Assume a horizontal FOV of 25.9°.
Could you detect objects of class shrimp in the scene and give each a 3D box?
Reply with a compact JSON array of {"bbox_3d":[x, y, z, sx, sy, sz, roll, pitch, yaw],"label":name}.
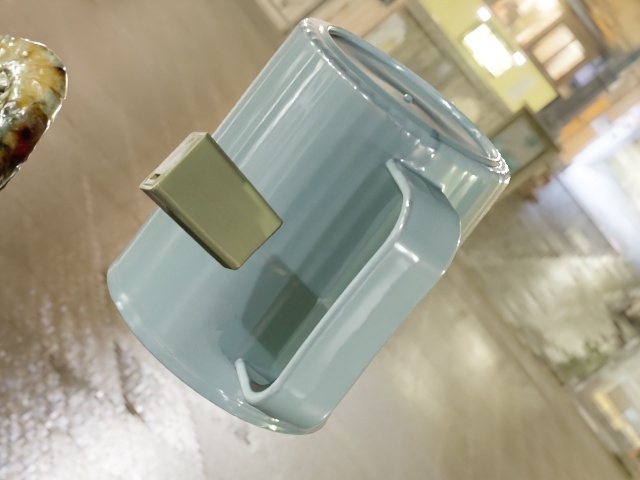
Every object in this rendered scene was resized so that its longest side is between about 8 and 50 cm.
[{"bbox_3d":[-0.545,-0.195,2.199,0.233,0.365,0.071,20,-34,7],"label":"shrimp"}]

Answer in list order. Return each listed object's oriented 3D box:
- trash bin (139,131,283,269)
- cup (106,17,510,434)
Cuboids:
[{"bbox_3d":[-0.081,-0.028,1.045,0.092,0.061,0.043,48,-14,-20],"label":"trash bin"},{"bbox_3d":[-0.015,-0.013,1.271,0.257,0.311,0.331,39,15,5],"label":"cup"}]
